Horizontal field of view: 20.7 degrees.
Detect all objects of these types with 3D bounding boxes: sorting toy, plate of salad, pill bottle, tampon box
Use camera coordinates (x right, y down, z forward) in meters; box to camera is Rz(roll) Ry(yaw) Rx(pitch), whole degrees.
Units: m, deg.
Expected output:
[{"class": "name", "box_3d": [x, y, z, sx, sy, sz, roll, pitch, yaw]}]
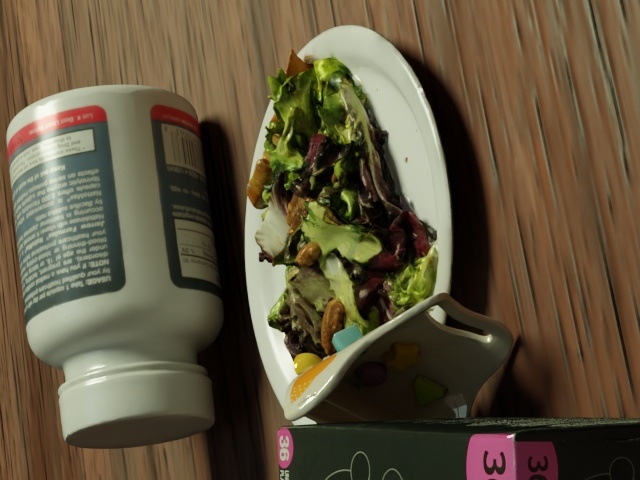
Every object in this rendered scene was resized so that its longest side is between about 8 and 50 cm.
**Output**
[{"class": "sorting toy", "box_3d": [0.037, 0.051, 0.711, 0.075, 0.083, 0.045, -40, 42, 24]}, {"class": "plate of salad", "box_3d": [0.000, 0.000, 0.809, 0.200, 0.048, 0.200, -3, 86, 61]}, {"class": "pill bottle", "box_3d": [-0.109, 0.017, 0.950, 0.108, 0.108, 0.180, -36, 58, 57]}, {"class": "tampon box", "box_3d": [0.066, 0.124, 0.625, 0.161, 0.101, 0.120, -11, 81, 61]}]
